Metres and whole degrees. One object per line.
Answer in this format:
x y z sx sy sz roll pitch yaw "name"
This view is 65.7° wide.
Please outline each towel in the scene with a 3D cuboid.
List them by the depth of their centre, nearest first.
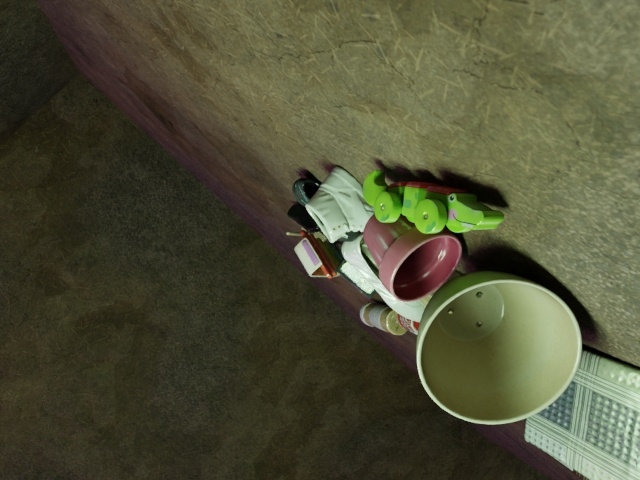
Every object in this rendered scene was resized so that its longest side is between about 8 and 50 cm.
0.629 0.402 1.137 0.056 0.311 0.324 -5 -166 -29 "towel"

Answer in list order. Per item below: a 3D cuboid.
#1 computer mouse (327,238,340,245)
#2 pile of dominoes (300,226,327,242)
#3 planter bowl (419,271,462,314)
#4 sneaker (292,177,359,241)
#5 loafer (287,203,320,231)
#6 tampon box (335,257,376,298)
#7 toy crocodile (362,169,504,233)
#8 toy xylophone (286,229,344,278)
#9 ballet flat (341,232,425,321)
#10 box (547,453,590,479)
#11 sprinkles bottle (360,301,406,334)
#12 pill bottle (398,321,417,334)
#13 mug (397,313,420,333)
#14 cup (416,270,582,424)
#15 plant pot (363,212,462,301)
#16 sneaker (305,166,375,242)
0.113 0.059 1.986 0.242 0.041 0.071 35 168 31 "computer mouse"
0.000 0.000 2.206 0.196 0.040 0.251 40 177 1 "pile of dominoes"
0.355 0.151 1.350 0.162 0.109 0.162 40 169 10 "planter bowl"
0.019 -0.094 1.551 0.267 0.101 0.106 41 167 -4 "sneaker"
-0.042 -0.083 1.896 0.078 0.080 0.220 37 178 -36 "loafer"
0.153 0.107 1.771 0.161 0.101 0.120 40 -161 1 "tampon box"
0.210 -0.077 0.995 0.115 0.105 0.341 -1 -168 -30 "toy crocodile"
-0.005 0.043 1.845 0.236 0.081 0.323 56 -161 10 "toy xylophone"
0.239 0.122 1.632 0.400 0.139 0.139 42 169 -4 "ballet flat"
0.722 0.520 1.307 0.167 0.203 0.168 32 167 38 "box"
0.298 0.363 2.337 0.121 0.121 0.355 43 169 -9 "sprinkles bottle"
0.391 0.335 2.008 0.086 0.086 0.152 46 168 -24 "pill bottle"
0.370 0.288 1.799 0.151 0.113 0.169 20 178 -3 "mug"
0.365 0.200 1.114 0.331 0.331 0.237 43 -167 -10 "cup"
0.201 0.015 1.178 0.180 0.201 0.201 51 178 41 "plant pot"
0.097 -0.040 1.325 0.293 0.169 0.108 40 167 -3 "sneaker"
